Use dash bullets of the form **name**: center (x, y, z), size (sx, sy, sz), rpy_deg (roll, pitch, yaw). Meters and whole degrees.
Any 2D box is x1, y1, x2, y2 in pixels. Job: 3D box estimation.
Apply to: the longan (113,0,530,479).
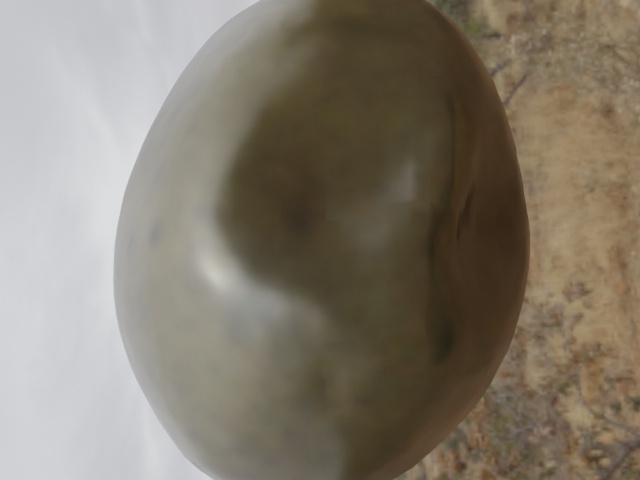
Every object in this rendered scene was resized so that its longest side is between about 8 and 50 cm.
- **longan**: center (0.000, 0.000, 0.580), size (0.288, 0.288, 0.350), rpy_deg (80, -162, -84)
